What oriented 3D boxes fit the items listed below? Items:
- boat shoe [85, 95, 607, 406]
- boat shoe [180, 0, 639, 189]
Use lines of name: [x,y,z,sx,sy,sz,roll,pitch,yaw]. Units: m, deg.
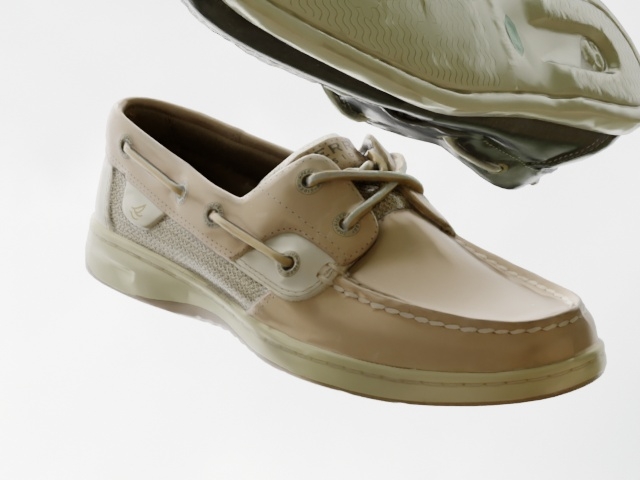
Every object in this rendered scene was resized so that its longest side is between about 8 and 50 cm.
boat shoe: [0.000,0.000,0.993,0.122,0.341,0.110,-17,-63,-50]
boat shoe: [0.029,-0.066,0.672,0.079,0.084,0.233,-30,-28,35]
